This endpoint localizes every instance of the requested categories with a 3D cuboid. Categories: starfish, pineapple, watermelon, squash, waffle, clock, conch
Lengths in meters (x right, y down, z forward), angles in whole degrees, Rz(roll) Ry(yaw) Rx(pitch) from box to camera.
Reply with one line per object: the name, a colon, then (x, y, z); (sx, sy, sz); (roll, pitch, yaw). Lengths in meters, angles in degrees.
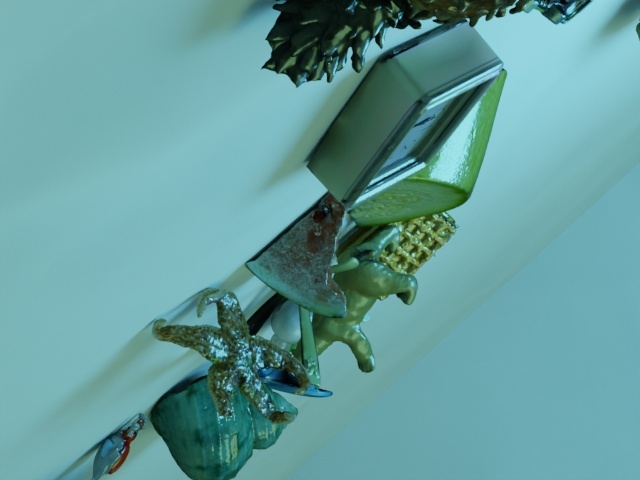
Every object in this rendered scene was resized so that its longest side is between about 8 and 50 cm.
starfish: (-0.106, 0.136, 1.896); (0.210, 0.150, 0.053); (24, 145, -32)
pineapple: (0.074, -0.204, 1.237); (0.279, 0.157, 0.158); (-32, 174, 31)
watermelon: (-0.024, 0.007, 1.952); (0.098, 0.121, 0.158); (-62, 156, -82)
squash: (0.130, -0.118, 2.025); (0.204, 0.155, 0.237); (-3, 169, 2)
waffle: (0.101, 0.001, 2.194); (0.148, 0.042, 0.102); (-43, 127, 11)
clock: (0.088, -0.130, 1.709); (0.147, 0.071, 0.192); (-29, 164, -42)
conch: (-0.130, 0.253, 2.296); (0.202, 0.134, 0.196); (-30, 166, -37)

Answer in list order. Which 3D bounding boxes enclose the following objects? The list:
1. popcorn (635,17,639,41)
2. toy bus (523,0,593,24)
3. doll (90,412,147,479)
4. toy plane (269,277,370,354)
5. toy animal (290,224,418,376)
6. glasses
popcorn: (0.545, -0.306, 2.158); (0.215, 0.252, 0.286); (11, 139, -20)
toy bus: (0.205, -0.262, 1.507); (0.088, 0.101, 0.175); (-44, 163, 18)
doll: (-0.271, 0.276, 2.180); (0.114, 0.039, 0.057); (-49, -155, -24)
toy plane: (-0.002, 0.100, 2.269); (0.174, 0.080, 0.174); (-36, 166, -10)
toy animal: (0.037, 0.086, 2.127); (0.101, 0.103, 0.218); (5, 126, -39)
glasses: (-0.022, 0.113, 2.062); (0.207, 0.102, 0.239); (-44, -156, -8)
